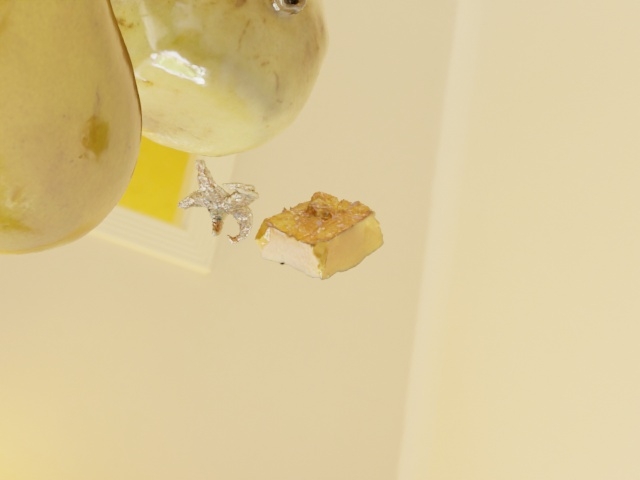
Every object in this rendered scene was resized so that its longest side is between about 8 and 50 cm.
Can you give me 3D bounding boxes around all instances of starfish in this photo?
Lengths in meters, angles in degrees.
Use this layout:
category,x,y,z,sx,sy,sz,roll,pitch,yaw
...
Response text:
category,x,y,z,sx,sy,sz,roll,pitch,yaw
starfish,-0.167,-0.071,1.597,0.150,0.209,0.053,-6,-124,15

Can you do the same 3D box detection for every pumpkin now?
category,x,y,z,sx,sy,sz,roll,pitch,yaw
pumpkin,0.000,0.000,0.791,0.074,0.083,0.053,23,-52,38

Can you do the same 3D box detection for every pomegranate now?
category,x,y,z,sx,sy,sz,roll,pitch,yaw
pomegranate,-0.147,-0.270,1.246,0.332,0.333,0.332,-50,-151,40

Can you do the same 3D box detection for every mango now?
category,x,y,z,sx,sy,sz,roll,pitch,yaw
mango,-0.240,-0.121,0.732,0.173,0.211,0.317,44,-34,30
